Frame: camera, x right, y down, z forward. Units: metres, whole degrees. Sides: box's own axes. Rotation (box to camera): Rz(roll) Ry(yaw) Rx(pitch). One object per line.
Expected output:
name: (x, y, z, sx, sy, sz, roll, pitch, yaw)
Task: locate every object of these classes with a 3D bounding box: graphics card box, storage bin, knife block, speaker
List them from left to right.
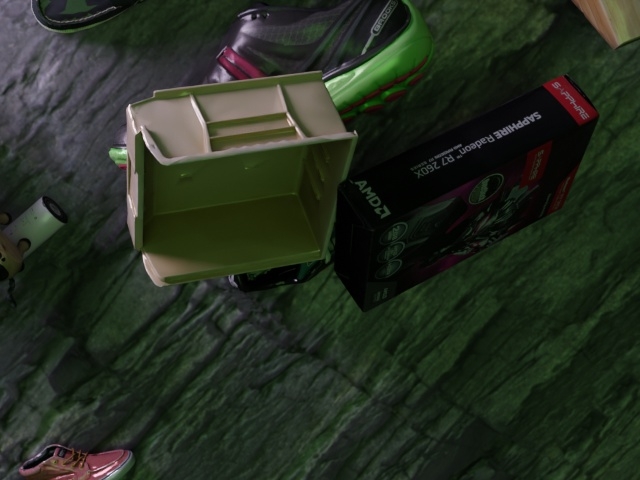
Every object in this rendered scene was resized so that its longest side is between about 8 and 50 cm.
speaker: (-0.450, -0.005, 1.491, 0.136, 0.055, 0.055, -40, 104, 7)
storage bin: (-0.114, -0.075, 1.294, 0.261, 0.123, 0.262, -10, 148, -17)
graphics card box: (0.196, -0.062, 1.378, 0.371, 0.232, 0.094, -25, 63, -16)
knife block: (0.371, -0.427, 1.339, 0.088, 0.275, 0.242, -23, 135, 3)

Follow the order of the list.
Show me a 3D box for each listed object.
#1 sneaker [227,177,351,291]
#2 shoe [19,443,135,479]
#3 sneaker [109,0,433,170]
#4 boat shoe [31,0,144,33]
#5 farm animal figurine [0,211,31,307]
sneaker: (0.000, 0.000, 1.487, 0.302, 0.121, 0.108, -28, 106, 4)
shoe: (-0.392, 0.362, 1.591, 0.178, 0.063, 0.081, -24, 111, 7)
sneaker: (-0.082, -0.226, 1.417, 0.483, 0.185, 0.202, -24, 81, 4)
boat shoe: (-0.259, -0.395, 1.364, 0.340, 0.113, 0.127, -26, 106, 4)
farm animal figurine: (-0.578, -0.070, 1.372, 0.331, 0.172, 0.326, 4, 98, 2)
